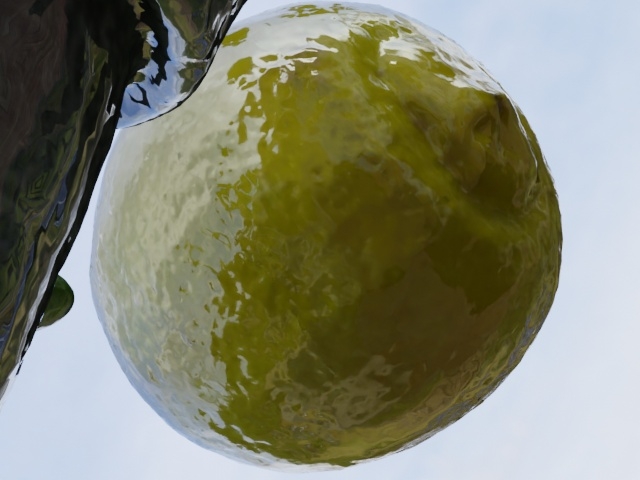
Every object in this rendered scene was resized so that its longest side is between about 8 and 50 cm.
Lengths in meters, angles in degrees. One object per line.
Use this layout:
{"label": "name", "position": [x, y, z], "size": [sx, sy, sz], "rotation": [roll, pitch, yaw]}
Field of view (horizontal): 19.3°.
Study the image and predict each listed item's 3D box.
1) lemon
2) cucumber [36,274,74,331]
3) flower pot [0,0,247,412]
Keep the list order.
{"label": "lemon", "position": [0.000, 0.000, 1.329], "size": [0.348, 0.348, 0.348], "rotation": [-45, -29, -33]}
{"label": "cucumber", "position": [-0.203, 0.031, 0.862], "size": [0.250, 0.056, 0.056], "rotation": [-4, -60, -60]}
{"label": "flower pot", "position": [-0.175, -0.101, 0.585], "size": [0.299, 0.299, 0.283], "rotation": [65, -135, -61]}
